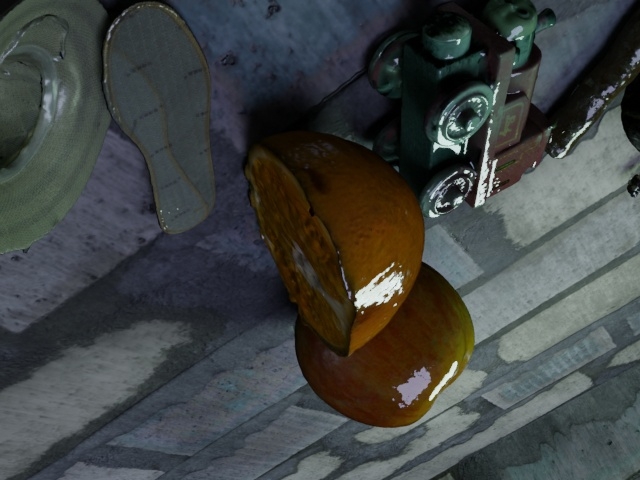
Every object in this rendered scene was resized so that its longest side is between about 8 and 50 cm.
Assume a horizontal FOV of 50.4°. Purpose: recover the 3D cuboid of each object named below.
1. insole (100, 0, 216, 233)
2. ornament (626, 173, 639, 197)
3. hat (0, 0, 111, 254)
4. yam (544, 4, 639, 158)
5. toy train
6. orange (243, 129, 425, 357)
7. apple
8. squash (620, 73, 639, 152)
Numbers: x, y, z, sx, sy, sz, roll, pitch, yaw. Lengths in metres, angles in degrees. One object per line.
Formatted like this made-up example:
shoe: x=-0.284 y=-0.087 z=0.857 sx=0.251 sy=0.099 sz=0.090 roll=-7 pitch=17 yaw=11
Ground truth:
insole: x=-0.167 y=-0.118 z=0.761 sx=0.119 sy=0.009 sz=0.348 roll=-32 pitch=152 yaw=-22
ornament: x=0.646 y=-0.143 z=1.216 sx=0.203 sy=0.088 sz=0.081 roll=-30 pitch=146 yaw=10
hat: x=-0.291 y=-0.117 z=0.606 sx=0.110 sy=0.252 sz=0.252 roll=23 pitch=140 yaw=6
yam: x=0.402 y=-0.224 z=0.968 sx=0.061 sy=0.061 sz=0.253 roll=-1 pitch=139 yaw=-32
toy train: x=0.185 y=-0.165 z=0.847 sx=0.221 sy=0.150 sz=0.304 roll=-28 pitch=147 yaw=-15
orange: x=0.004 y=0.001 z=0.839 sx=0.274 sy=0.274 sz=0.310 roll=-36 pitch=150 yaw=16
apple: x=0.108 y=0.172 z=1.098 sx=0.301 sy=0.301 sz=0.301 roll=-17 pitch=146 yaw=-12
squash: x=0.540 y=-0.194 z=1.002 sx=0.193 sy=0.156 sz=0.193 roll=-8 pitch=102 yaw=-39
